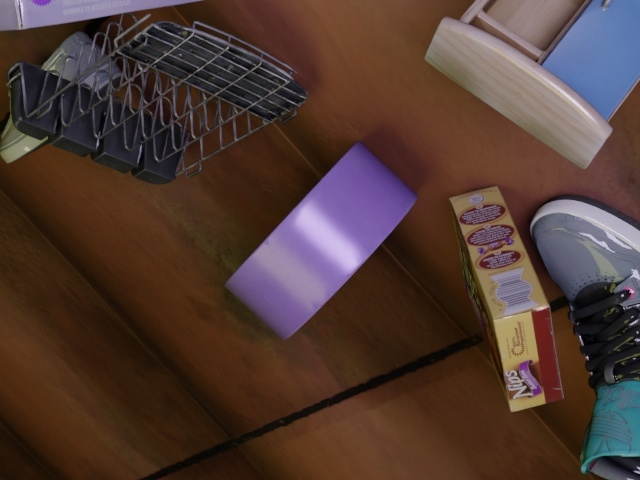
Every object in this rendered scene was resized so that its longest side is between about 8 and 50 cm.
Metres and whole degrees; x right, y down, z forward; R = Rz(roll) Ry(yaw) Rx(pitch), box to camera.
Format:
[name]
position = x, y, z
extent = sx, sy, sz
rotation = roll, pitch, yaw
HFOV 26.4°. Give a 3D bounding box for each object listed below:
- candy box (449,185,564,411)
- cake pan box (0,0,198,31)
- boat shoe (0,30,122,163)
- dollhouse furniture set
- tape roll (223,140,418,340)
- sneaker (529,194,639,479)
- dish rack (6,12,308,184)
[candy box]
position = 0.163, 0.048, 1.211
extent = 0.053, 0.186, 0.109
rotation = -15, 126, 0
[cake pan box]
position = -0.261, -0.233, 1.232
extent = 0.246, 0.267, 0.070
rotation = 2, 106, 36
[boat shoe]
position = -0.298, -0.159, 1.495
extent = 0.227, 0.079, 0.081
rotation = -31, 95, 46
[dollhouse furniture set]
position = 0.169, -0.248, 0.857
extent = 0.286, 0.198, 0.303
rotation = 35, 152, 8
[tape roll]
position = 0.000, 0.000, 1.291
extent = 0.080, 0.189, 0.189
rotation = 44, 142, -2
[sneaker]
position = 0.263, 0.114, 1.182
extent = 0.295, 0.178, 0.124
rotation = 46, 142, -5
[dish rack]
position = -0.154, -0.144, 1.314
extent = 0.208, 0.074, 0.271
rotation = 20, 149, -37
